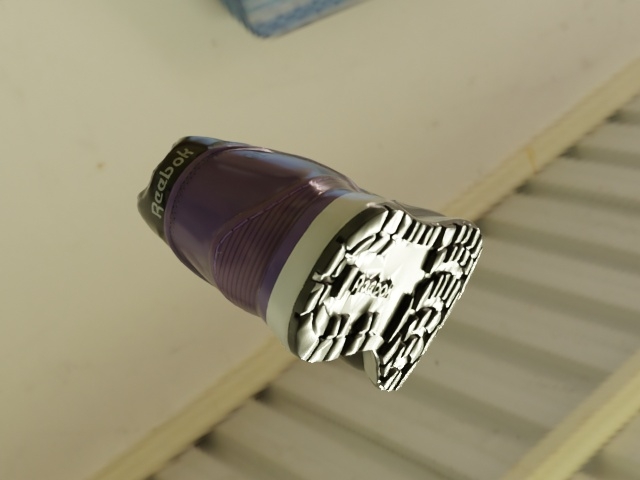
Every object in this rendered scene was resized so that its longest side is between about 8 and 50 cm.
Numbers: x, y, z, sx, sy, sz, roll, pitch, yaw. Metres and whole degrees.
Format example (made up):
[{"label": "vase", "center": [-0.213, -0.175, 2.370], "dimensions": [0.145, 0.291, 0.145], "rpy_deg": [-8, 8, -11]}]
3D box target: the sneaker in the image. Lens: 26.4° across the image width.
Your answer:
[{"label": "sneaker", "center": [0.000, 0.000, 0.734], "dimensions": [0.124, 0.283, 0.107], "rpy_deg": [31, -91, 20]}]
